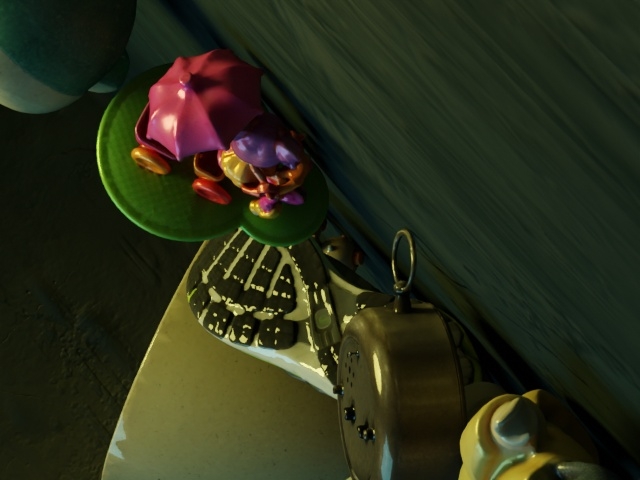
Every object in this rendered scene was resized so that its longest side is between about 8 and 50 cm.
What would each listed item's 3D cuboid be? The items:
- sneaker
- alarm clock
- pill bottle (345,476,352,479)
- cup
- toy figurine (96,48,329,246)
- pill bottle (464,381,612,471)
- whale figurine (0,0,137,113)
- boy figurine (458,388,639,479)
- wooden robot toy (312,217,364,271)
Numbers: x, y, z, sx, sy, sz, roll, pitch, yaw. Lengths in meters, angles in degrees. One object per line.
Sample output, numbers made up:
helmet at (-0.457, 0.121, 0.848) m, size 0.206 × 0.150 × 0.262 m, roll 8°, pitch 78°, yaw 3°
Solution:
sneaker at (0.014, 0.075, 1.270) m, size 0.300 × 0.111 × 0.121 m, roll 34°, pitch 173°, yaw 39°
alarm clock at (0.047, 0.087, 1.064) m, size 0.129 × 0.064 × 0.192 m, roll -134°, pitch 45°, yaw -71°
pill bottle at (0.112, 0.246, 1.150) m, size 0.246 × 0.136 × 0.136 m, roll 13°, pitch 148°, yaw 48°
cup at (-0.047, 0.153, 1.749) m, size 0.237 × 0.331 × 0.331 m, roll 24°, pitch 174°, yaw 3°
toy figurine at (-0.060, -0.064, 1.128) m, size 0.173 × 0.130 × 0.159 m, roll 28°, pitch 168°, yaw -6°
pill bottle at (0.132, 0.154, 1.065) m, size 0.086 × 0.086 × 0.152 m, roll 53°, pitch 175°, yaw -40°
whale figurine at (-0.200, -0.209, 1.252) m, size 0.216 × 0.141 × 0.272 m, roll 51°, pitch -160°, yaw -15°
boy figurine at (0.141, 0.147, 0.877) m, size 0.177 × 0.092 × 0.285 m, roll 50°, pitch 177°, yaw -7°
wooden robot toy at (0.000, 0.000, 1.405) m, size 0.079 × 0.076 × 0.173 m, roll 5°, pitch 150°, yaw 30°
